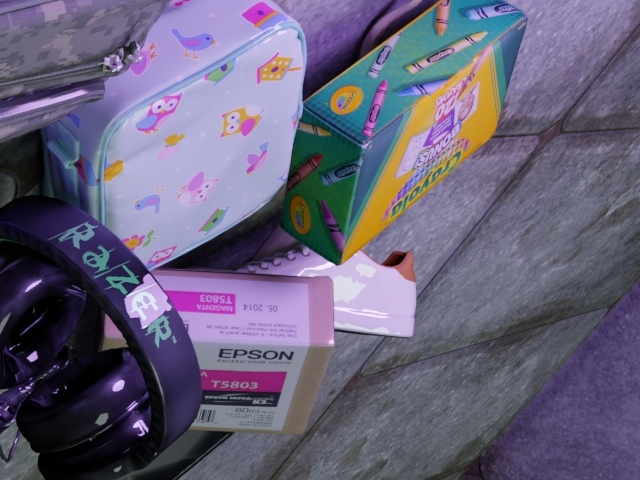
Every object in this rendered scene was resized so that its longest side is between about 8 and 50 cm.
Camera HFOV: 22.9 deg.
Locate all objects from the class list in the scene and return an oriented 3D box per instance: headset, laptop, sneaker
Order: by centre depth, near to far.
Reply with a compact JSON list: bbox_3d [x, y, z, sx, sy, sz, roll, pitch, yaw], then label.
[{"bbox_3d":[-0.220,0.093,1.394,0.185,0.243,0.394,-40,179,-37],"label":"headset"},{"bbox_3d":[-0.027,0.034,1.737,0.290,0.123,0.106,8,177,-27],"label":"sneaker"},{"bbox_3d":[-0.190,0.219,1.967,0.234,0.136,0.264,-38,-176,-9],"label":"laptop"}]

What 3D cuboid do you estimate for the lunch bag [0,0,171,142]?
[{"bbox_3d":[-0.252,-0.142,0.903,0.305,0.212,0.256,-22,168,-42],"label":"lunch bag"}]

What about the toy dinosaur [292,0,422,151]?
[{"bbox_3d":[0.026,-0.135,1.605,0.118,0.064,0.268,-30,152,-37],"label":"toy dinosaur"}]

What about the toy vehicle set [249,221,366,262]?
[{"bbox_3d":[0.000,0.000,1.843,0.267,0.035,0.166,-51,157,22],"label":"toy vehicle set"}]

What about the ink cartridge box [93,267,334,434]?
[{"bbox_3d":[-0.115,0.116,1.631,0.235,0.088,0.193,3,146,-9],"label":"ink cartridge box"}]

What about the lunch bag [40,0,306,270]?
[{"bbox_3d":[-0.131,-0.094,1.327,0.224,0.108,0.279,-29,154,-23],"label":"lunch bag"}]

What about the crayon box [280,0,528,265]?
[{"bbox_3d":[0.083,-0.118,1.556,0.278,0.081,0.165,-40,154,-37],"label":"crayon box"}]
